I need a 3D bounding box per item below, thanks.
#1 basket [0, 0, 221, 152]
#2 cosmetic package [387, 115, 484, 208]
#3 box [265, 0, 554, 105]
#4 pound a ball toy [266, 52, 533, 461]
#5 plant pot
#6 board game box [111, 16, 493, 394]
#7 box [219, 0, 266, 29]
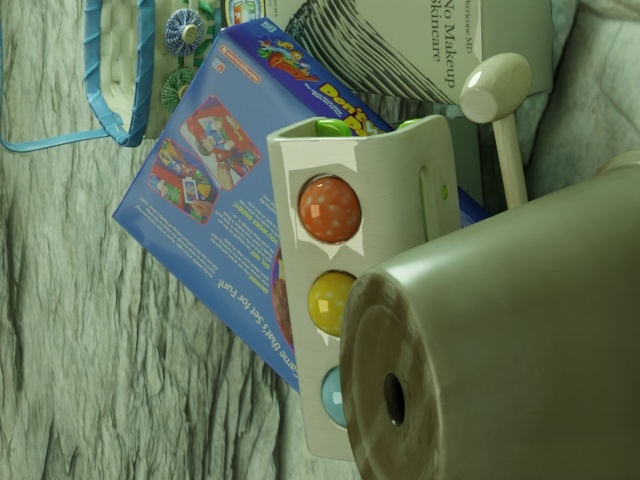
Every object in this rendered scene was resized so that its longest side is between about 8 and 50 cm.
[{"bbox_3d":[-0.252,-0.241,2.021,0.201,0.289,0.254,-130,38,-56],"label":"basket"},{"bbox_3d":[0.096,0.000,1.609,0.117,0.086,0.231,0,98,62],"label":"cosmetic package"},{"bbox_3d":[0.074,-0.190,1.509,0.275,0.094,0.113,12,112,46],"label":"box"},{"bbox_3d":[0.068,0.018,1.359,0.208,0.136,0.319,2,107,31],"label":"pound a ball toy"},{"bbox_3d":[0.174,0.096,1.220,0.323,0.280,0.323,174,90,-71],"label":"plant pot"},{"bbox_3d":[0.000,0.000,1.524,0.347,0.078,0.233,43,122,13],"label":"board game box"},{"bbox_3d":[-0.019,-0.305,1.759,0.270,0.060,0.216,8,103,56],"label":"box"}]
